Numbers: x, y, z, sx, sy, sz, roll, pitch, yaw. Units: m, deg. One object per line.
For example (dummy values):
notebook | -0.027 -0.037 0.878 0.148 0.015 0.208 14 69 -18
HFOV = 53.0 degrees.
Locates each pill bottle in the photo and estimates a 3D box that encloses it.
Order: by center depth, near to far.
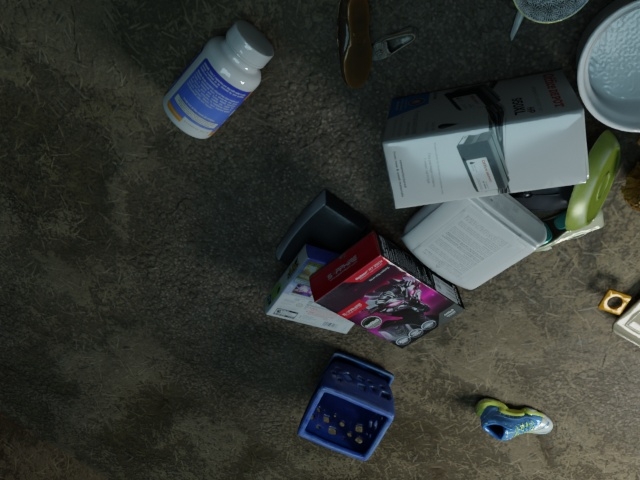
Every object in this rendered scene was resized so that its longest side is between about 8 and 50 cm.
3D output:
pill bottle | -0.236 -0.379 1.508 0.152 0.152 0.272 43 120 -15

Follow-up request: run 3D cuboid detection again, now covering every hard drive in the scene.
hard drive | 0.000 0.000 1.754 0.172 0.054 0.254 34 122 -10

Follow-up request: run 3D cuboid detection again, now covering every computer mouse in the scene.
computer mouse | 0.533 -0.116 1.560 0.272 0.072 0.188 -12 117 19

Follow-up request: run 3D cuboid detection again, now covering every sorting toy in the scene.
sorting toy | 0.902 0.201 1.701 0.348 0.047 0.196 29 118 -7

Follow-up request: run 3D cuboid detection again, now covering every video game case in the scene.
video game case | 0.018 0.140 1.779 0.270 0.061 0.244 18 129 -27

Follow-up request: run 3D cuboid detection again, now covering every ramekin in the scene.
ramekin | 0.669 -0.377 1.331 0.277 0.135 0.277 5 122 8

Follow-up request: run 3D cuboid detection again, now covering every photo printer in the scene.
photo printer | 0.361 -0.012 1.595 0.256 0.107 0.307 36 143 -5

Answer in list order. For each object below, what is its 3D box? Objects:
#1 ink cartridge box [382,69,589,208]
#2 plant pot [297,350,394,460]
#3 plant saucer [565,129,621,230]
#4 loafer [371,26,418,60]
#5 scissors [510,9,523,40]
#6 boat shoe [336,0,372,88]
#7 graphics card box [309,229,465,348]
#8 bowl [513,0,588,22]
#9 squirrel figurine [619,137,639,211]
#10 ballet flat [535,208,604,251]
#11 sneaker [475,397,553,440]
ink cartridge box | 0.352 -0.226 1.401 0.395 0.285 0.166 -7 119 15
plant pot | 0.087 0.486 1.946 0.236 0.212 0.236 23 123 -2
plant saucer | 0.619 -0.127 1.442 0.037 0.241 0.241 25 128 29
loafer | 0.161 -0.443 1.451 0.125 0.039 0.045 -23 114 23
scissors | 0.459 -0.563 1.326 0.109 0.021 0.297 2 121 8
boat shoe | 0.073 -0.453 1.450 0.073 0.073 0.207 -11 121 -23
graphics card box | 0.181 0.142 1.706 0.233 0.094 0.371 -38 131 26
bowl | 0.461 -0.533 1.289 0.170 0.080 0.170 1 126 1
squirrel figurine | 0.819 -0.121 1.337 0.371 0.281 0.397 -5 158 -21
ballet flat | 0.589 -0.018 1.612 0.248 0.086 0.086 -24 114 23
sneaker | 0.587 0.567 1.945 0.240 0.126 0.091 14 123 4
